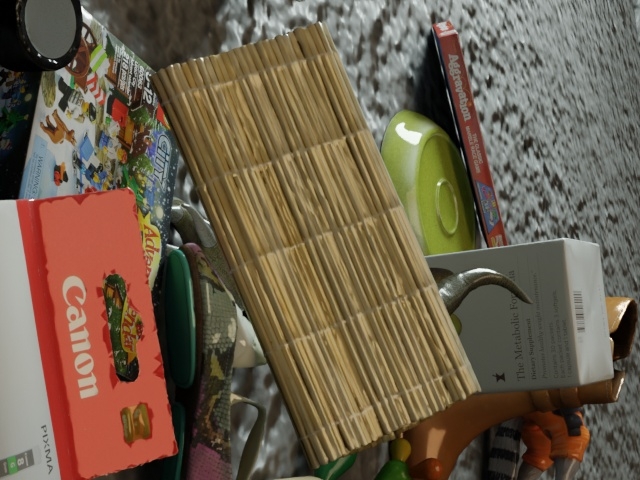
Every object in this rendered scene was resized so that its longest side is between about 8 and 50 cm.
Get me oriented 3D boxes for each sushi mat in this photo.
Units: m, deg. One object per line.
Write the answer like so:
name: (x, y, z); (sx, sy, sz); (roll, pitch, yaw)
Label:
sushi mat: (0.000, 0.000, 0.914); (0.151, 0.019, 0.317); (-23, 90, -25)

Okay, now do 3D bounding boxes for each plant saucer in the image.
plant saucer: (0.135, -0.037, 1.443); (0.241, 0.037, 0.241); (25, 61, -60)

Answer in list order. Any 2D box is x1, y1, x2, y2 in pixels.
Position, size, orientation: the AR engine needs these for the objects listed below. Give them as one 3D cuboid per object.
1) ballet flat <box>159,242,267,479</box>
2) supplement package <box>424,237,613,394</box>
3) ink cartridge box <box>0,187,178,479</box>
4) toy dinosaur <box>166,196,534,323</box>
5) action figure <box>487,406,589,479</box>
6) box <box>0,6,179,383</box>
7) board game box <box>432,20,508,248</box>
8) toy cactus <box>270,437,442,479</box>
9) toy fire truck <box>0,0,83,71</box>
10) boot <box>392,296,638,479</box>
ballet flat: (-0.078, 0.113, 0.902); (0.079, 0.077, 0.222); (2, 92, -22)
supplement package: (0.145, 0.082, 1.199); (0.134, 0.244, 0.139); (6, 76, -63)
ink cartridge box: (-0.176, 0.065, 0.697); (0.224, 0.056, 0.181); (-10, 92, -38)
toy dinosaur: (0.013, 0.054, 0.996); (0.160, 0.313, 0.121); (-73, 179, -80)
action figure: (0.271, 0.170, 1.514); (0.341, 0.178, 0.330); (79, 6, -74)
box: (-0.164, -0.030, 0.839); (0.159, 0.044, 0.233); (39, 49, -53)
board game box: (0.187, -0.127, 1.527); (0.145, 0.027, 0.281); (-79, 155, -74)
toy cactus: (0.021, 0.243, 1.091); (0.180, 0.112, 0.219); (22, 72, -49)
toy fire truck: (-0.236, -0.232, 0.671); (0.217, 0.158, 0.246); (22, 74, -60)
boot: (0.211, 0.165, 1.314); (0.283, 0.220, 0.109); (-64, 144, -31)
